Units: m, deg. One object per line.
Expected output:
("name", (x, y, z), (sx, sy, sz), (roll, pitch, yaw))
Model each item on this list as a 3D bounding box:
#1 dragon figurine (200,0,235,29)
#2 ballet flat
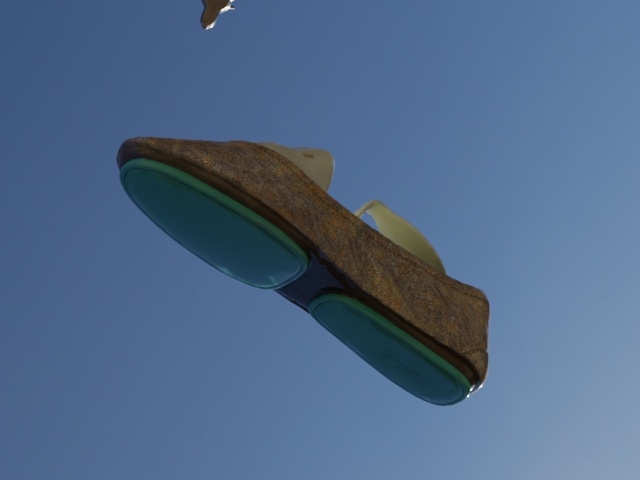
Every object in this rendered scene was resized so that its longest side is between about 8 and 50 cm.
("dragon figurine", (-0.052, -0.298, 0.874), (0.085, 0.144, 0.289), (25, -67, -16))
("ballet flat", (0.000, 0.000, 0.772), (0.316, 0.107, 0.106), (38, -123, -21))
